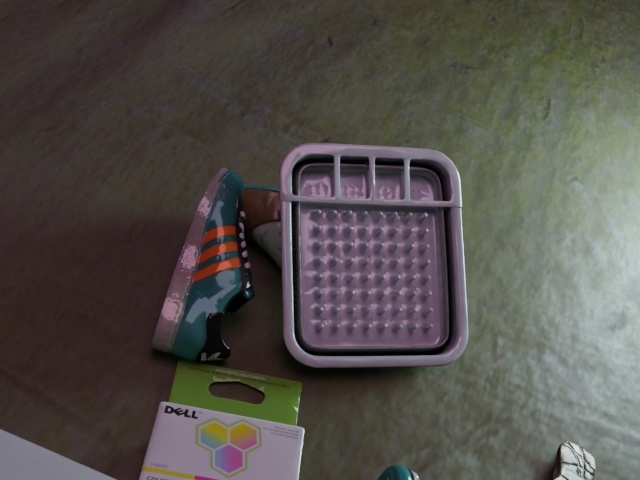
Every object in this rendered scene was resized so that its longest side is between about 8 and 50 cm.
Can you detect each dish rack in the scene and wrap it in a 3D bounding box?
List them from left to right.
[{"bbox_3d":[0.073,0.025,1.304,0.285,0.072,0.333,1,77,-15],"label":"dish rack"}]

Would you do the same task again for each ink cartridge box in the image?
[{"bbox_3d":[-0.118,0.246,1.105,0.188,0.097,0.255,11,46,-4],"label":"ink cartridge box"}]

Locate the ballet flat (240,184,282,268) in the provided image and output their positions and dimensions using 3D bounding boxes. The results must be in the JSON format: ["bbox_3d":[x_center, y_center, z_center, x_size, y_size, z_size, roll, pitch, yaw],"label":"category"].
[{"bbox_3d":[0.000,0.000,1.379,0.342,0.116,0.124,11,58,-10],"label":"ballet flat"}]

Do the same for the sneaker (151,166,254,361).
[{"bbox_3d":[-0.148,0.038,1.274,0.121,0.108,0.302,18,65,-7],"label":"sneaker"}]

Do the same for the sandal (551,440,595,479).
[{"bbox_3d":[0.331,0.342,1.170,0.072,0.049,0.180,30,32,7],"label":"sandal"}]

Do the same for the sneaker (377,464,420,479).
[{"bbox_3d":[0.028,0.355,1.013,0.110,0.107,0.275,46,49,2],"label":"sneaker"}]

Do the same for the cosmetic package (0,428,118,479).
[{"bbox_3d":[-0.295,0.340,0.861,0.385,0.217,0.156,24,19,7],"label":"cosmetic package"}]
